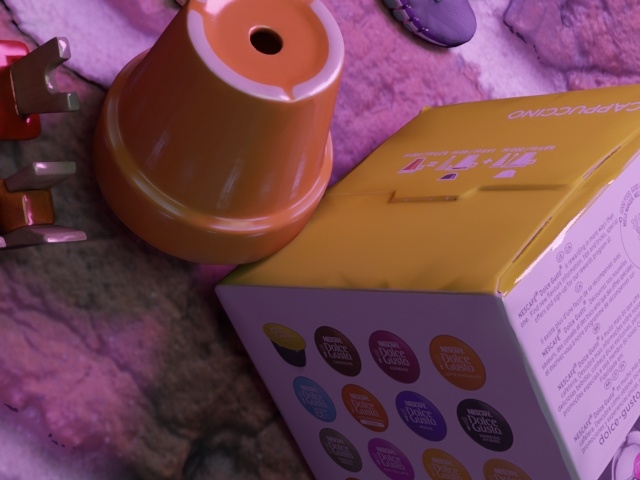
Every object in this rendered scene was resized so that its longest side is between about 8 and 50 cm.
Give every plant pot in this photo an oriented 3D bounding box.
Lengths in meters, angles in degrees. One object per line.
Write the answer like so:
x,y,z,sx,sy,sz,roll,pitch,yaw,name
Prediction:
-0.071,-0.112,0.978,0.205,0.188,0.205,10,58,-16,plant pot

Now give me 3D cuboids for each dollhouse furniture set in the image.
-0.319,-0.114,0.892,0.259,0.135,0.262,-7,88,-50,dollhouse furniture set

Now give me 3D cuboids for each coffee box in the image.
0.179,0.083,1.079,0.338,0.337,0.334,-41,116,-34,coffee box

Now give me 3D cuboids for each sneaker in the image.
0.106,-0.292,1.247,0.223,0.098,0.083,42,60,-26,sneaker

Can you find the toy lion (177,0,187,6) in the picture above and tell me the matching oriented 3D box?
-0.095,-0.257,1.129,0.100,0.034,0.096,24,62,-34,toy lion
